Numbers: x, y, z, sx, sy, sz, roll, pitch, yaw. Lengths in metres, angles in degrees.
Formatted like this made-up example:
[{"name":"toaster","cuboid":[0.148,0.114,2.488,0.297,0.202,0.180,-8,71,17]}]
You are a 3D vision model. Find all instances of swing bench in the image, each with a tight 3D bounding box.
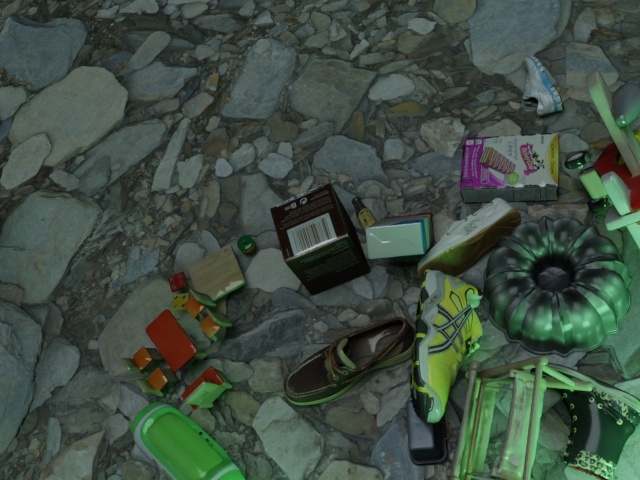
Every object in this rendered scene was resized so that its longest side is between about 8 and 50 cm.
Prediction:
[{"name":"swing bench","cuboid":[0.364,0.374,1.387,0.255,0.165,0.253,-17,51,51]}]

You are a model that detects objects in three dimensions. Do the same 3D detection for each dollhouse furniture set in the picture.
[{"name":"dollhouse furniture set","cuboid":[-0.339,0.284,1.747,0.262,0.135,0.259,-45,64,3]}]

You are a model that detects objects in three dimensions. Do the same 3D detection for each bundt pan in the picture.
[{"name":"bundt pan","cuboid":[0.515,0.082,1.573,0.331,0.124,0.330,-9,59,16]}]

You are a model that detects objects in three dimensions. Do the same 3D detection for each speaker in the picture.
[{"name":"speaker","cuboid":[-0.309,0.501,1.645,0.296,0.131,0.131,33,77,32]}]

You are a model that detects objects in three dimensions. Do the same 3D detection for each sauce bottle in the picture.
[{"name":"sauce bottle","cuboid":[0.116,-0.060,1.847,0.042,0.042,0.128,-30,58,3]}]

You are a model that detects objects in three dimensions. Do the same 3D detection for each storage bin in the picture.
[{"name":"storage bin","cuboid":[0.227,0.404,1.521,0.098,0.091,0.135,-9,61,16]}]

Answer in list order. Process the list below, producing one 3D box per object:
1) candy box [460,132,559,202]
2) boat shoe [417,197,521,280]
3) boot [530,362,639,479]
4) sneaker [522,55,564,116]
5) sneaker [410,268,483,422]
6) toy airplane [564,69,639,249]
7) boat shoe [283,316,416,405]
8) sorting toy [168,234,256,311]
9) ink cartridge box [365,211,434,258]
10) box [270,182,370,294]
[{"name":"candy box","cuboid":[0.471,-0.179,1.764,0.233,0.071,0.159,-1,62,19]},{"name":"boat shoe","cuboid":[0.343,-0.003,1.706,0.277,0.098,0.096,-33,43,2]},{"name":"boot","cuboid":[0.514,0.362,1.443,0.236,0.085,0.178,20,74,30]},{"name":"sneaker","cuboid":[0.559,-0.403,1.858,0.083,0.071,0.190,-25,56,13]},{"name":"sneaker","cuboid":[0.275,0.216,1.532,0.147,0.145,0.384,9,48,7]},{"name":"toy airplane","cuboid":[0.688,-0.137,1.473,0.272,0.386,0.384,-30,56,18]},{"name":"boat shoe","cuboid":[0.058,0.269,1.637,0.342,0.123,0.123,-23,57,7]},{"name":"sorting toy","cuboid":[-0.280,0.103,1.900,0.275,0.046,0.132,-29,57,3]},{"name":"ink cartridge box","cuboid":[0.200,-0.016,1.725,0.134,0.231,0.078,-6,96,18]},{"name":"box","cuboid":[0.000,0.000,1.760,0.168,0.203,0.167,-23,57,7]}]
